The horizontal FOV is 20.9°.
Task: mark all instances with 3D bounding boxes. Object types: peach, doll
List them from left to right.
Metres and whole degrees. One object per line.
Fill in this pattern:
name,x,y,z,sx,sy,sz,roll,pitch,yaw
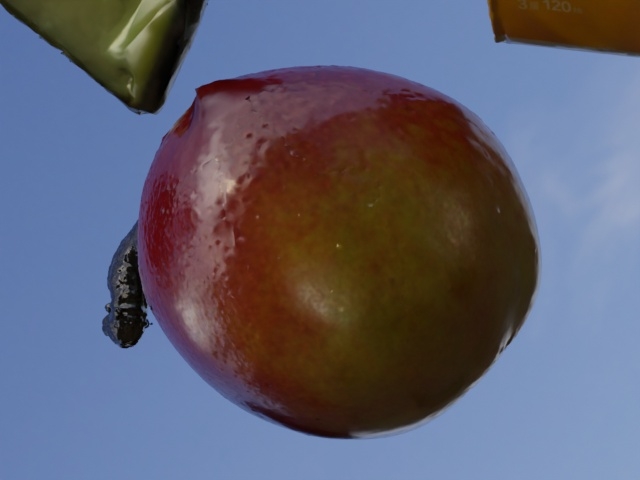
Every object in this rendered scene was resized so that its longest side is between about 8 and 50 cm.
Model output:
doll,-0.102,0.013,1.287,0.057,0.139,0.165,33,-91,-47
peach,0.000,0.000,0.838,0.197,0.197,0.197,-28,-46,-34

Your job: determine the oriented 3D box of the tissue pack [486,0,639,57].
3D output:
tissue pack,0.210,-0.179,0.823,0.124,0.225,0.185,74,-146,-45

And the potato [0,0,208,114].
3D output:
potato,-0.148,-0.286,0.967,0.330,0.213,0.280,35,-78,-12
